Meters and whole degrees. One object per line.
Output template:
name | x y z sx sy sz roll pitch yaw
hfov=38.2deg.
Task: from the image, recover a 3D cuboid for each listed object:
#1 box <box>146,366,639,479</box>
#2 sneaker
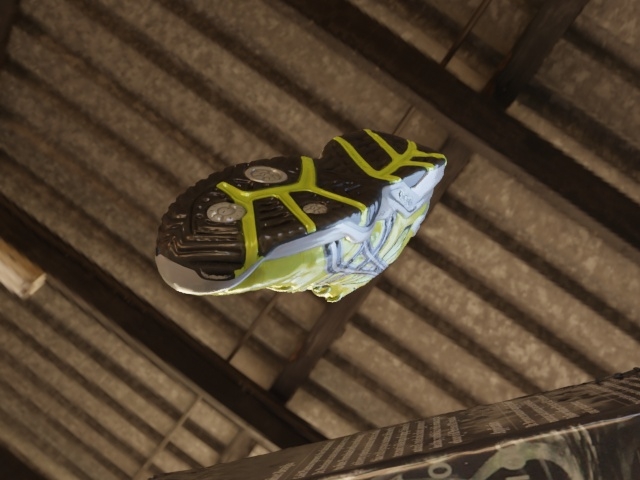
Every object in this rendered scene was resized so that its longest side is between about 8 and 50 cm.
box | 0.106 0.384 0.705 0.471 0.297 0.480 -14 -97 7
sneaker | 0.000 0.000 0.878 0.145 0.384 0.147 25 -63 30
